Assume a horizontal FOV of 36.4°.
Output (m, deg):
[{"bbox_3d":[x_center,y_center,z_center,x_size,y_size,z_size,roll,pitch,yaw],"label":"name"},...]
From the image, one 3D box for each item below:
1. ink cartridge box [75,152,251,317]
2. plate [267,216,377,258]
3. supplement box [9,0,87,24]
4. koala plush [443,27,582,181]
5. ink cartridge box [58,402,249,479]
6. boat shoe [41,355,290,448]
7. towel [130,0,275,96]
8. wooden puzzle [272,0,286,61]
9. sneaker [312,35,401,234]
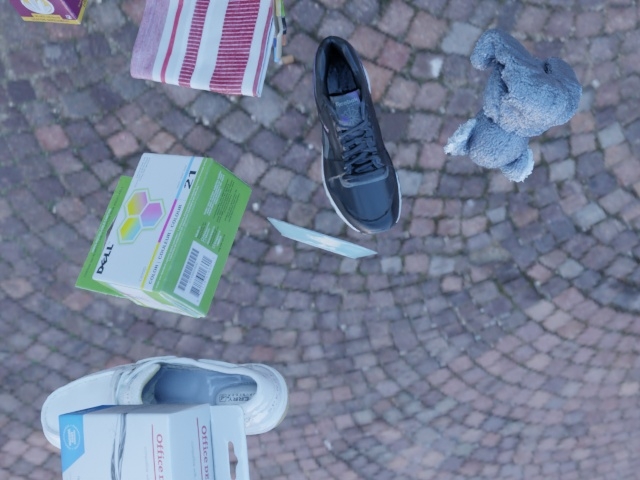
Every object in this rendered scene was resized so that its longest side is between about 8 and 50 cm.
[{"bbox_3d":[-0.242,-0.015,1.304,0.255,0.189,0.097,8,162,36],"label":"ink cartridge box"},{"bbox_3d":[0.000,0.000,1.578,0.188,0.188,0.024,19,90,-26],"label":"plate"},{"bbox_3d":[-0.227,-0.215,0.783,0.054,0.043,0.083,7,160,14],"label":"supplement box"},{"bbox_3d":[0.327,-0.214,1.696,0.196,0.203,0.221,21,122,-19],"label":"koala plush"},{"bbox_3d":[-0.153,0.203,0.883,0.180,0.104,0.060,-8,175,34],"label":"ink cartridge box"},{"bbox_3d":[-0.176,0.163,1.013,0.276,0.098,0.096,-10,159,12],"label":"boat shoe"},{"bbox_3d":[-0.230,-0.416,1.907,0.037,0.328,0.237,5,98,-58],"label":"towel"},{"bbox_3d":[-0.051,-0.271,1.201,0.014,0.079,0.116,-3,171,-5],"label":"wooden puzzle"},{"bbox_3d":[0.038,-0.148,1.359,0.107,0.283,0.124,-16,165,3],"label":"sneaker"}]
